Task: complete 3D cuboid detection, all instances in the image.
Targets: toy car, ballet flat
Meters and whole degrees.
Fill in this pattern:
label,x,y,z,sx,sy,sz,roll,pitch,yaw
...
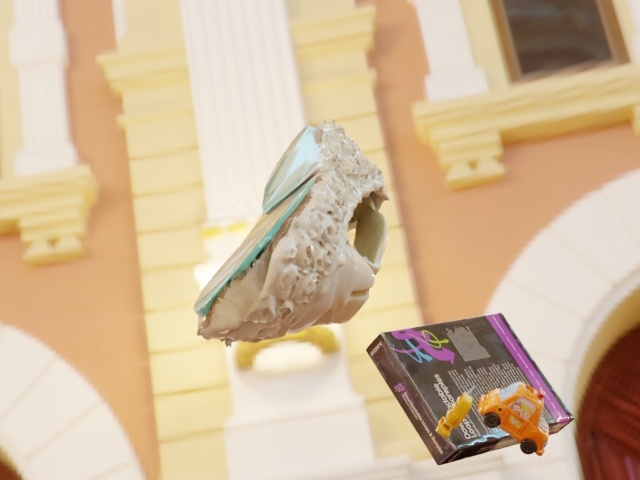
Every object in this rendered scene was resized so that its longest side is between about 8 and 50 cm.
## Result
label,x,y,z,sx,sy,sz,roll,pitch,yaw
toy car,0.126,0.120,1.011,0.040,0.060,0.122,-54,-17,16
ballet flat,0.000,0.000,1.383,0.147,0.409,0.147,4,-66,9

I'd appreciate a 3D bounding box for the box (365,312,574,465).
label,x,y,z,sx,sy,sz,roll,pitch,yaw
box,0.124,0.119,1.235,0.162,0.116,0.029,-4,-37,-47
